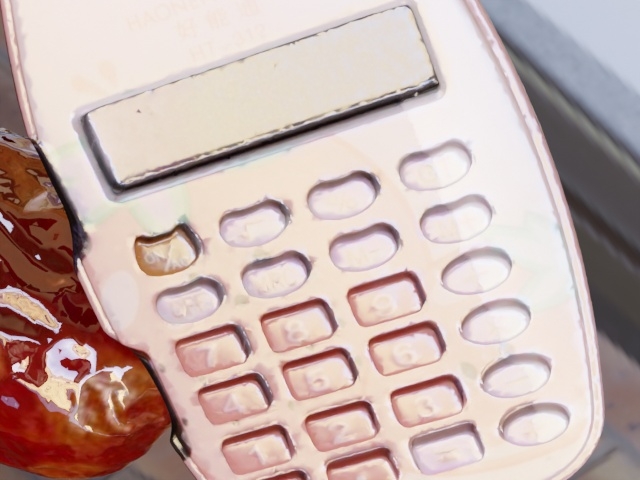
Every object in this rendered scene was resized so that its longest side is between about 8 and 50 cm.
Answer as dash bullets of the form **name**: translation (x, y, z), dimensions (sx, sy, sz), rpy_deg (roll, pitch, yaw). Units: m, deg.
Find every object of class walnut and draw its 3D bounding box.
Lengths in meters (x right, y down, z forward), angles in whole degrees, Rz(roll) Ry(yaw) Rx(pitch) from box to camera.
- **walnut**: translation (-0.183, 0.023, 1.099), dimensions (0.269, 0.221, 0.244), rpy_deg (29, 60, -1)

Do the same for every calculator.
- **calculator**: translation (0.000, 0.000, 0.734), dimensions (0.048, 0.220, 0.329), rpy_deg (-75, 146, -67)
